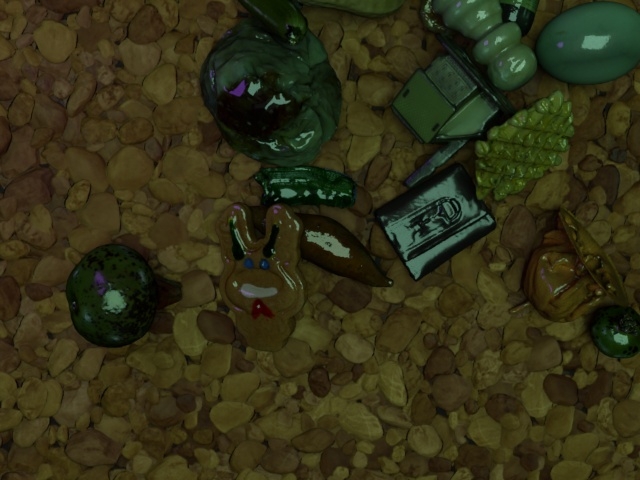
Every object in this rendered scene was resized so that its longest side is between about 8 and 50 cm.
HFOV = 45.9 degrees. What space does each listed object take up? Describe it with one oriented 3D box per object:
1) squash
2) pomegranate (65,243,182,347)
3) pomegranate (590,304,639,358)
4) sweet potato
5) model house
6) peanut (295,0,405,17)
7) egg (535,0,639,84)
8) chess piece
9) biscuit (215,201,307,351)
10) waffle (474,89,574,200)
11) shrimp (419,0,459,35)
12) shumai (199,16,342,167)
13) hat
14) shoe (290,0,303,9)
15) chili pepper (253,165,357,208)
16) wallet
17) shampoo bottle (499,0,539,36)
[{"bbox_3d":[-0.099,-0.460,1.503,0.080,0.318,0.071,-10,133,-30],"label":"squash"},{"bbox_3d":[-0.398,0.115,1.570,0.248,0.214,0.214,-1,98,-41],"label":"pomegranate"},{"bbox_3d":[0.659,0.196,1.655,0.122,0.161,0.122,-1,74,2],"label":"pomegranate"},{"bbox_3d":[0.005,0.002,1.610,0.359,0.112,0.112,31,93,-4],"label":"sweet potato"},{"bbox_3d":[0.229,-0.256,1.571,0.279,0.205,0.218,-41,80,19],"label":"model house"},{"bbox_3d":[0.034,-0.534,1.511,0.319,0.148,0.147,2,97,-26],"label":"peanut"},{"bbox_3d":[0.562,-0.408,1.570,0.231,0.168,0.167,-9,97,-1],"label":"egg"},{"bbox_3d":[0.338,-0.410,1.502,0.133,0.133,0.243,-32,86,0],"label":"chess piece"},{"bbox_3d":[-0.124,0.080,1.596,0.202,0.047,0.333,5,109,21],"label":"biscuit"},{"bbox_3d":[0.422,-0.187,1.568,0.250,0.261,0.056,-32,54,-8],"label":"waffle"},{"bbox_3d":[0.303,-0.523,1.600,0.217,0.051,0.115,-45,104,1],"label":"shrimp"},{"bbox_3d":[-0.094,-0.307,1.487,0.310,0.263,0.303,23,94,-4],"label":"shumai"},{"bbox_3d":[0.500,0.092,1.651,0.233,0.233,0.244,-39,86,28],"label":"hat"},{"bbox_3d":[-0.043,-0.566,1.565,0.100,0.071,0.169,-16,96,-8],"label":"shoe"},{"bbox_3d":[-0.034,-0.113,1.616,0.225,0.061,0.097,3,74,1],"label":"chili pepper"},{"bbox_3d":[0.254,-0.043,1.652,0.229,0.049,0.181,-32,94,-1],"label":"wallet"},{"bbox_3d":[0.407,-0.503,1.583,0.101,0.101,0.283,15,95,-5],"label":"shampoo bottle"}]
